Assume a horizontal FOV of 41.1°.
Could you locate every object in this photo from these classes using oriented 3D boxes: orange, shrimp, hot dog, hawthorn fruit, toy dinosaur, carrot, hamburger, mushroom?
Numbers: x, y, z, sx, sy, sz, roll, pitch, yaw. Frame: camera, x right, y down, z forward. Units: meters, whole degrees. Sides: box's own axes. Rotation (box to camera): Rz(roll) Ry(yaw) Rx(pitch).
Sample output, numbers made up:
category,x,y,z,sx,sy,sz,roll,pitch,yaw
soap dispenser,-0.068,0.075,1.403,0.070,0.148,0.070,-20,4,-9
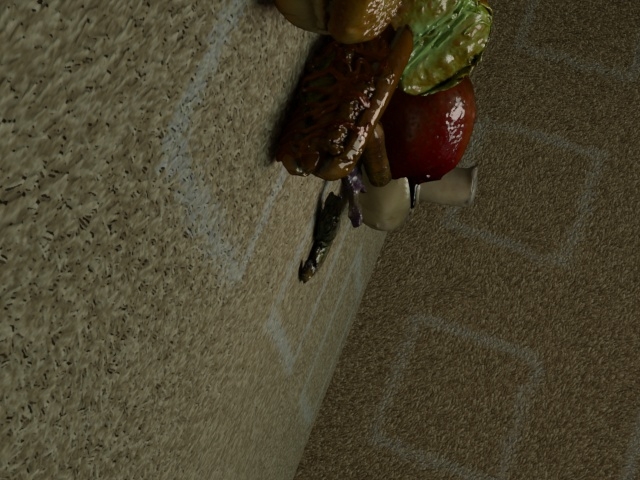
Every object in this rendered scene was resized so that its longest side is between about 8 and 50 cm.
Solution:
category,x,y,z,sx,sy,sz,roll,pitch,yaw
orange,0.191,-0.439,1.725,0.334,0.196,0.262,7,118,-54
shrimp,0.000,0.000,2.059,0.296,0.058,0.169,100,16,-59
hot dog,0.038,-0.260,1.474,0.349,0.158,0.117,-63,150,-22
hawthorn fruit,0.229,-0.257,2.037,0.285,0.284,0.369,-34,132,-74
toy dinosaur,0.068,-0.159,1.938,0.251,0.072,0.200,84,11,-56
carrot,0.118,-0.195,1.893,0.260,0.070,0.070,67,43,-63
hamburger,0.045,-0.412,1.128,0.314,0.170,0.290,-42,153,-73
mushroom,0.249,-0.163,2.290,0.314,0.336,0.314,11,90,-78
